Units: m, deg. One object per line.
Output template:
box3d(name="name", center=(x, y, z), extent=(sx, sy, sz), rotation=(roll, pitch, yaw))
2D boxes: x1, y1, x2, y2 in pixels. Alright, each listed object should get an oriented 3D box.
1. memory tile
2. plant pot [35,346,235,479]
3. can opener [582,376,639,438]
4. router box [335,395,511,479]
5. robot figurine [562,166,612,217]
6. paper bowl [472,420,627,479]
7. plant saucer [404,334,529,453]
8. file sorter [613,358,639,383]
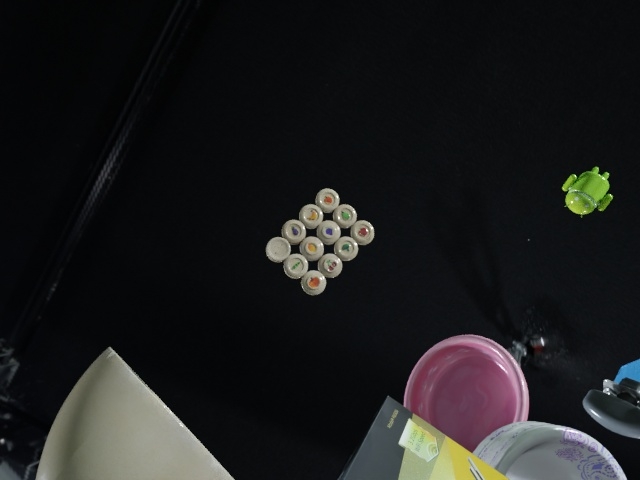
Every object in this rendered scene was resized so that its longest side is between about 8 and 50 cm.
box3d(name="memory tile", center=(0.000, 0.000, 0.834), extent=(0.113, 0.012, 0.148), rotation=(44, -103, 4))
box3d(name="plant pot", center=(-0.279, 0.322, 0.779), extent=(0.284, 0.284, 0.191), rotation=(40, -112, 16))
box3d(name="can opener", center=(0.518, 0.269, 0.763), extent=(0.093, 0.280, 0.074), rotation=(-45, -63, -21))
box3d(name="router box", center=(0.105, 0.313, 0.501), extent=(0.243, 0.309, 0.081), rotation=(33, -66, 11))
box3d(name="robot figurine", center=(0.602, -0.108, 1.236), extent=(0.101, 0.067, 0.115), rotation=(36, -99, 18))
box3d(name="paper bowl", center=(0.374, 0.461, 0.945), extent=(0.284, 0.148, 0.284), rotation=(3, -102, -14))
box3d(name="plant saucer", center=(0.367, 0.406, 1.370), extent=(0.332, 0.084, 0.332), rotation=(-27, -133, 33))
box3d(name="file sorter", center=(0.635, 0.294, 1.029), extent=(0.104, 0.170, 0.118), rotation=(35, -113, 13))
